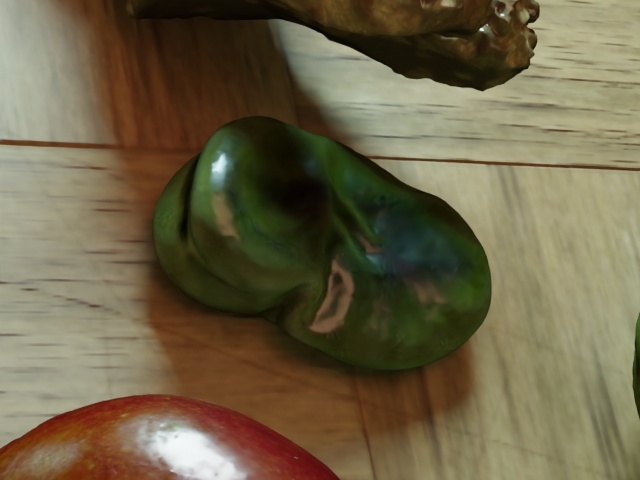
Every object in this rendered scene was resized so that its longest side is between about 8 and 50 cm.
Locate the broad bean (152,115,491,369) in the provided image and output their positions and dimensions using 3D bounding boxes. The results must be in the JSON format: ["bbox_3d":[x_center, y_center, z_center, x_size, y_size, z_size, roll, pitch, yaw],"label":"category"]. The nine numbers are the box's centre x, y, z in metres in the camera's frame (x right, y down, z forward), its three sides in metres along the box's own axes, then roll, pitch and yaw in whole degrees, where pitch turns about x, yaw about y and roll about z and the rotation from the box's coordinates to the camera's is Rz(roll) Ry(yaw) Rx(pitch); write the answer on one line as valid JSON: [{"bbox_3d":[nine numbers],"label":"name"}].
[{"bbox_3d":[0.002,-0.001,1.109,0.207,0.072,0.153,14,59,-33],"label":"broad bean"}]

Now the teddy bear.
[{"bbox_3d":[-0.009,-0.223,1.137,0.296,0.246,0.222,11,85,19],"label":"teddy bear"}]

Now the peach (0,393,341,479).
[{"bbox_3d":[-0.075,0.190,0.873,0.243,0.199,0.243,-3,76,13],"label":"peach"}]

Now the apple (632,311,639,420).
[{"bbox_3d":[0.315,0.054,1.093,0.254,0.292,0.292,24,50,17],"label":"apple"}]
